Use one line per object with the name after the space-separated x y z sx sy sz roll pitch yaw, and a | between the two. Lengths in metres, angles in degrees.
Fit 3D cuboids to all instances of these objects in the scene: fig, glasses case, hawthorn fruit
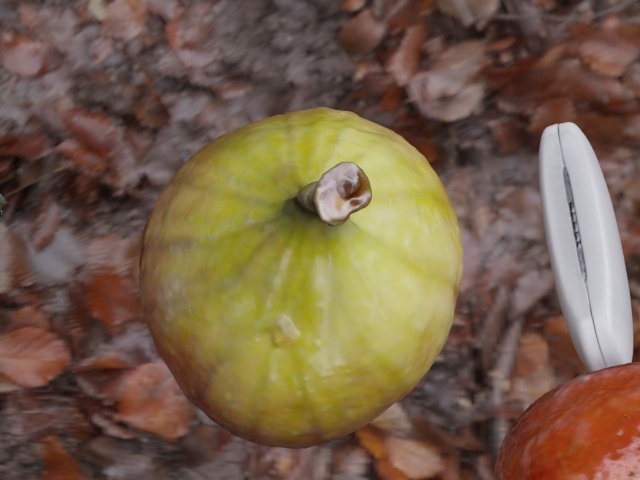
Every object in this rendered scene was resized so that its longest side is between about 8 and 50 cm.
0.011 0.008 0.709 0.143 0.230 0.160 27 69 -23 | fig
0.222 0.006 1.340 0.059 0.092 0.233 -14 58 13 | glasses case
0.264 0.183 1.133 0.271 0.242 0.242 -31 98 20 | hawthorn fruit

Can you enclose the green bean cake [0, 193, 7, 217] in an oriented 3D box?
-0.364 -0.073 1.386 0.208 0.107 0.193 22 94 12 | green bean cake
